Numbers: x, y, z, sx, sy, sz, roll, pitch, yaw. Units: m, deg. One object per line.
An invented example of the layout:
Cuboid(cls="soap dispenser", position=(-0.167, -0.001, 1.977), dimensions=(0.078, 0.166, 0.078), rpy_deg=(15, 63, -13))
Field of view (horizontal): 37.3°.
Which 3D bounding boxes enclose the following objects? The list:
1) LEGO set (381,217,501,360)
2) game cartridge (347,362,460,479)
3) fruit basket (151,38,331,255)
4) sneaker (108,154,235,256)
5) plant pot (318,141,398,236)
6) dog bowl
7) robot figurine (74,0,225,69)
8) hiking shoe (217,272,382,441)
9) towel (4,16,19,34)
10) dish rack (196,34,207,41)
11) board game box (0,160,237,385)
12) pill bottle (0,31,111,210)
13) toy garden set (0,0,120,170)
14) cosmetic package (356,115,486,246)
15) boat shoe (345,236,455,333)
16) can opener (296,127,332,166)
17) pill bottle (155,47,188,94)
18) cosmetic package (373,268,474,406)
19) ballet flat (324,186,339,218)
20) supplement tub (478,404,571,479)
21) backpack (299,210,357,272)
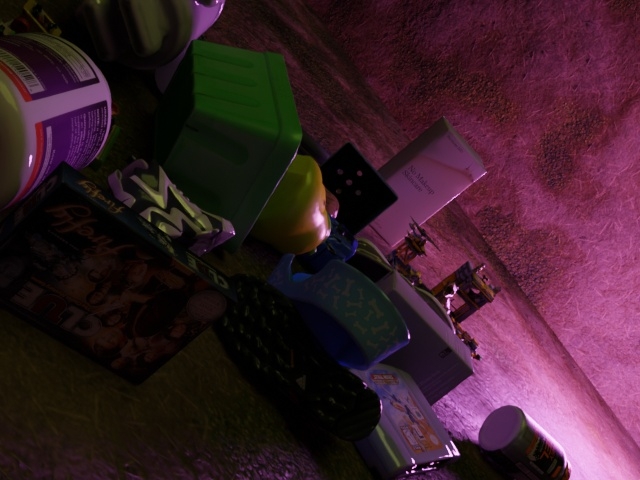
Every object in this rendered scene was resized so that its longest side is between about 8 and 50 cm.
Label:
Cuboid(cls="LEGO set", position=(0.280, 0.109, 2.139), dimensions=(0.331, 0.192, 0.255), rpy_deg=(47, 17, -9))
Cuboid(cls="game cartridge", position=(0.122, 0.296, 1.583), dimensions=(0.297, 0.062, 0.198), rpy_deg=(16, 42, -62))
Cuboid(cls="fruit basket", position=(-0.100, -0.134, 1.627), dimensions=(0.392, 0.283, 0.392), rpy_deg=(27, 26, -14))
Cuboid(cls="sneaker", position=(-0.223, -0.055, 1.373), dimensions=(0.235, 0.094, 0.153), rpy_deg=(-7, 66, -58))
Cuboid(cls="plant pot", position=(0.061, -0.120, 2.136), dimensions=(0.165, 0.166, 0.234), rpy_deg=(49, 10, -5))
Cuboid(cls="dog bowl", position=(0.008, 0.109, 1.407), dimensions=(0.166, 0.074, 0.297), rpy_deg=(55, -23, -21))
Cuboid(cls="robot figurine", position=(-0.292, -0.437, 1.702), dimensions=(0.353, 0.300, 0.199), rpy_deg=(-63, 149, -55))
Cuboid(cls="hiking shoe", position=(-0.044, 0.179, 1.373), dimensions=(0.304, 0.113, 0.132), rpy_deg=(47, -14, 11))
Cuboid(cls="towel", position=(-0.427, -0.281, 1.475), dimensions=(0.152, 0.023, 0.113), rpy_deg=(48, 19, -14))
Cuboid(cls="dish rack", position=(-0.345, -0.524, 2.116), dimensions=(0.208, 0.074, 0.271), rpy_deg=(37, 23, -33))
Cuboid(cls="board game box", position=(-0.233, 0.044, 1.019), dimensions=(0.243, 0.165, 0.042), rpy_deg=(38, 21, -33))
Cuboid(cls="pill bottle", position=(-0.353, -0.140, 1.075), dimensions=(0.181, 0.181, 0.323), rpy_deg=(48, 16, -6))
Cuboid(cls="toy garden set", position=(-0.383, -0.246, 1.403), dimensions=(0.244, 0.049, 0.203), rpy_deg=(43, 26, -22))
Cuboid(cls="cosmetic package", position=(0.246, -0.148, 2.396), dimensions=(0.160, 0.309, 0.113), rpy_deg=(44, 19, -18))
Cuboid(cls="boat shoe", position=(0.150, 0.121, 1.941), dimensions=(0.305, 0.109, 0.091), rpy_deg=(44, 17, 2))
Cuboid(cls="can opener", position=(-0.075, -0.251, 2.208), dimensions=(0.280, 0.074, 0.093), rpy_deg=(40, 19, -32))
Cuboid(cls="pill bottle", position=(-0.236, -0.318, 1.857), dimensions=(0.121, 0.121, 0.216), rpy_deg=(52, 17, 5))
Cuboid(cls="cosmetic package", position=(0.170, 0.186, 1.812), dimensions=(0.238, 0.127, 0.107), rpy_deg=(44, 18, -15))
Cuboid(cls="ballet flat", position=(-0.094, -0.122, 1.869), dimensions=(0.342, 0.116, 0.124), rpy_deg=(45, 36, -28))
Cuboid(cls="supplement tub", position=(0.422, 0.433, 1.941), dimensions=(0.190, 0.117, 0.117), rpy_deg=(42, 18, -24))
Cuboid(cls="backpack", position=(0.000, 0.000, 1.823), dimensions=(0.120, 0.098, 0.101), rpy_deg=(48, 20, -9))
